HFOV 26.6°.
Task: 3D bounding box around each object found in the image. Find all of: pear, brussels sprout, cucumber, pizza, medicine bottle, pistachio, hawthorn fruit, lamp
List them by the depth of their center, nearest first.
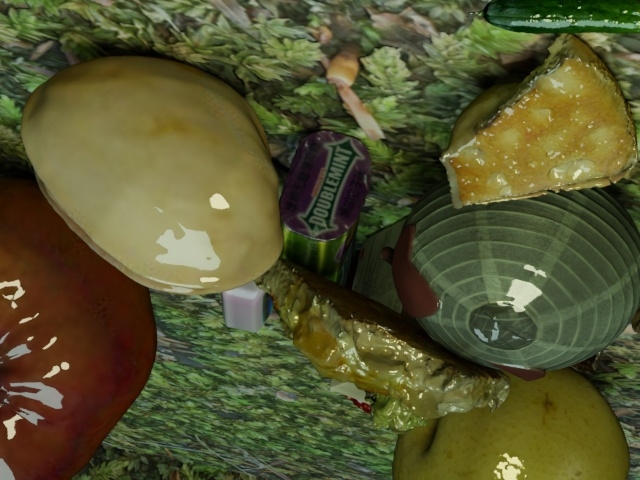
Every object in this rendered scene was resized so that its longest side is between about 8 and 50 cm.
[{"bbox_3d":[0.206,-0.191,1.134,0.168,0.039,0.039,5,158,19],"label":"cucumber"},{"bbox_3d":[0.199,-0.123,1.281,0.188,0.080,0.204,-14,143,8],"label":"pizza"},{"bbox_3d":[0.204,0.028,1.420,0.265,0.233,0.233,27,160,3],"label":"lamp"},{"bbox_3d":[-0.169,-0.068,1.438,0.309,0.230,0.230,27,161,8],"label":"pistachio"},{"bbox_3d":[0.066,0.121,1.462,0.323,0.089,0.223,27,-172,-5],"label":"pizza"},{"bbox_3d":[0.086,0.187,1.578,0.085,0.058,0.085,1,-171,0],"label":"brussels sprout"},{"bbox_3d":[-0.095,0.040,1.825,0.078,0.115,0.219,15,159,3],"label":"medicine bottle"},{"bbox_3d":[-0.447,0.114,1.851,0.472,0.471,0.472,13,159,5],"label":"hawthorn fruit"},{"bbox_3d":[0.284,0.334,2.023,0.348,0.348,0.348,13,159,5],"label":"pear"}]

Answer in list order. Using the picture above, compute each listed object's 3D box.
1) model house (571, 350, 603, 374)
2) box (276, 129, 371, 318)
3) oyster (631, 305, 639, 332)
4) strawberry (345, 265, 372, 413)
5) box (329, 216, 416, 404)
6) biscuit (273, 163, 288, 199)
[{"bbox_3d":[0.283,0.078,1.630,0.165,0.152,0.106,23,152,-25],"label":"model house"},{"bbox_3d":[0.000,0.000,1.635,0.097,0.134,0.345,16,159,3],"label":"box"},{"bbox_3d":[0.476,0.032,1.392,0.361,0.221,0.096,4,122,48],"label":"oyster"},{"bbox_3d":[0.075,0.119,1.856,0.244,0.205,0.205,41,157,-2],"label":"strawberry"},{"bbox_3d":[0.104,0.089,1.681,0.095,0.212,0.168,23,157,-22],"label":"box"},{"bbox_3d":[-0.161,-0.087,1.650,0.266,0.040,0.188,13,157,4],"label":"biscuit"}]
